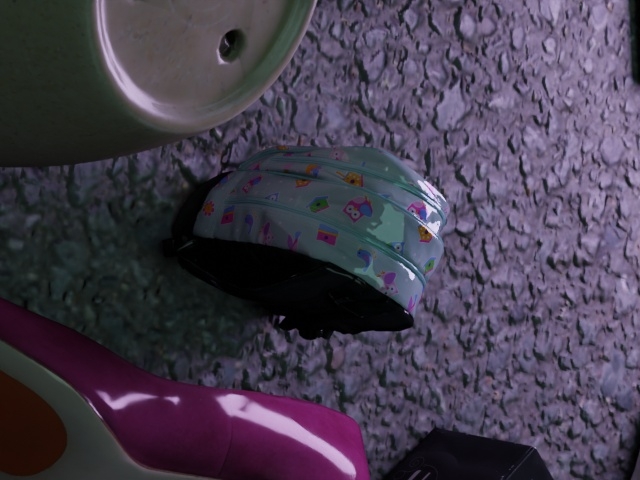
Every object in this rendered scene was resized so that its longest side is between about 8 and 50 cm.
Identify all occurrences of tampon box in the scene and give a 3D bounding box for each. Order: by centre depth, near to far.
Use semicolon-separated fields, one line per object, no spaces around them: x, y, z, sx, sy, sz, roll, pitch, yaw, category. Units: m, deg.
0.129;0.243;1.172;0.101;0.120;0.161;-42;114;-28;tampon box

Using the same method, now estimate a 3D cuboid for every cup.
-0.136;-0.174;0.832;0.331;0.237;0.331;-29;131;-39;cup

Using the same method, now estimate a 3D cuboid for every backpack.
0.000;0.000;1.036;0.152;0.182;0.115;27;76;-32;backpack

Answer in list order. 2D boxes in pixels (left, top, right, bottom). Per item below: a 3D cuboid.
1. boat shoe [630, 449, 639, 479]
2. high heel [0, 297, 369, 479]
0.328;0.220;1.329;0.116;0.097;0.324;48;65;-27;boat shoe
-0.121;0.106;1.027;0.377;0.127;0.181;44;38;-24;high heel
